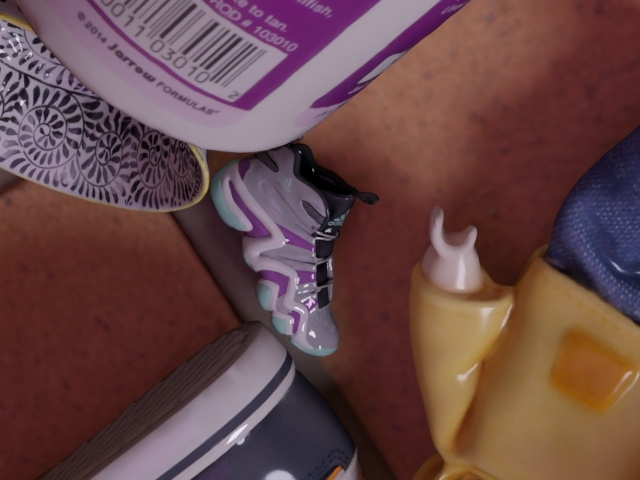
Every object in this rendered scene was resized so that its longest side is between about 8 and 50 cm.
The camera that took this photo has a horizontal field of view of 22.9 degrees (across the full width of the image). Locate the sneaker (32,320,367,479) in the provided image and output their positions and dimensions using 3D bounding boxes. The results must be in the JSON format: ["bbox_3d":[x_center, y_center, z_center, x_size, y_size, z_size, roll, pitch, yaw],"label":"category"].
[{"bbox_3d":[-0.115,0.175,0.742,0.321,0.126,0.127,-35,102,20],"label":"sneaker"}]

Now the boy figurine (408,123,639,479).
[{"bbox_3d":[0.106,0.056,0.657,0.177,0.092,0.285,35,113,1],"label":"boy figurine"}]

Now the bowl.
[{"bbox_3d":[-0.111,-0.088,0.669,0.170,0.170,0.080,19,70,12],"label":"bowl"}]

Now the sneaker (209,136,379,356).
[{"bbox_3d":[0.000,0.000,0.700,0.069,0.038,0.098,-25,99,25],"label":"sneaker"}]

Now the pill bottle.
[{"bbox_3d":[0.029,-0.170,0.526,0.169,0.169,0.301,51,129,-3],"label":"pill bottle"}]
